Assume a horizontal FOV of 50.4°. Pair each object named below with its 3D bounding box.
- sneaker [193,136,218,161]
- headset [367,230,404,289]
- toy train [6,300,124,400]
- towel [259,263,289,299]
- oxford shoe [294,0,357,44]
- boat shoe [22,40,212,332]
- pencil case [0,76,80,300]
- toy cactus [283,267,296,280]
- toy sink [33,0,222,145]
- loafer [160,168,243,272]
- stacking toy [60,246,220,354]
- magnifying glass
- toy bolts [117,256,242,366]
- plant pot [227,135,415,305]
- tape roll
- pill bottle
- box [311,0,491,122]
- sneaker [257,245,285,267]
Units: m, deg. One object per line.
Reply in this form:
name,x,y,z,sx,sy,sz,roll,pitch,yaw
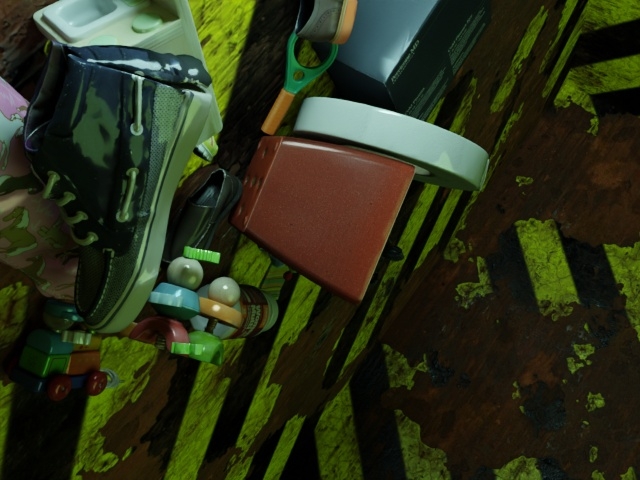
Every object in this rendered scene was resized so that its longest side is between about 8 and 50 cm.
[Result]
sneaker,-0.196,-0.197,1.041,0.094,0.081,0.208,-55,158,-12
headset,0.119,0.002,1.554,0.394,0.185,0.243,79,29,-84
toy train,-0.388,0.176,1.135,0.248,0.105,0.143,20,89,-68
towel,-0.088,0.050,1.699,0.237,0.021,0.102,-63,159,14
oxford shoe,0.012,-0.460,1.113,0.098,0.097,0.271,-6,116,-25
boat shoe,-0.247,-0.050,0.725,0.158,0.127,0.340,5,114,-43
pencil case,-0.354,-0.051,0.797,0.167,0.160,0.386,-23,156,1
toy cactus,0.000,0.000,1.634,0.219,0.112,0.180,-33,160,-40
toy sink,-0.231,-0.220,0.798,0.131,0.153,0.234,-36,146,-21
loafer,-0.225,-0.043,1.211,0.220,0.080,0.078,-61,157,-19
stacking toy,-0.273,0.083,1.035,0.052,0.221,0.166,152,-54,-75
magnifying glass,-0.046,-0.299,1.260,0.092,0.026,0.231,18,114,-29
toy bolts,-0.254,0.111,1.188,0.228,0.218,0.158,72,35,-75
plant pot,-0.022,-0.067,1.268,0.267,0.236,0.267,-67,-162,1
tape roll,0.139,-0.188,1.353,0.392,0.392,0.072,13,94,-68
pill bottle,-0.184,0.156,1.501,0.121,0.121,0.221,-60,158,7
box,0.183,-0.431,1.401,0.343,0.179,0.312,-57,160,-3
sneaker,-0.111,-0.005,1.524,0.081,0.080,0.211,-25,148,-17
